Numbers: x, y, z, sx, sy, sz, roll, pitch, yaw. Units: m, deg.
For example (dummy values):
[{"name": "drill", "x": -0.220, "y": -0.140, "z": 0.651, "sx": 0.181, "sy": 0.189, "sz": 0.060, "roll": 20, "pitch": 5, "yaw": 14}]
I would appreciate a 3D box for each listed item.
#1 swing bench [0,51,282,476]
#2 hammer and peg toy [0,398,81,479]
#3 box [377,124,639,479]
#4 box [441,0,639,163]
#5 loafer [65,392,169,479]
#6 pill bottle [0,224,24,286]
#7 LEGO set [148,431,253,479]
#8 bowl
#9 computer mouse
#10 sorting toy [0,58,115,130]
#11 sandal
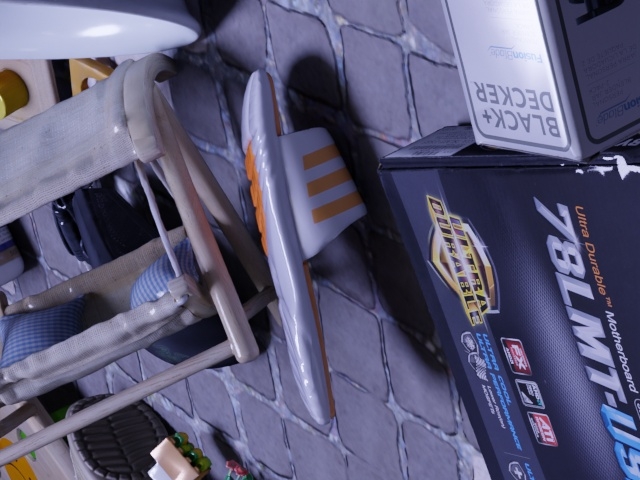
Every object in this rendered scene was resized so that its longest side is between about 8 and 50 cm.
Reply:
[{"name": "swing bench", "x": -0.195, "y": 0.016, "z": 1.542, "sx": 0.254, "sy": 0.253, "sz": 0.165, "roll": 63, "pitch": -167, "yaw": -2}, {"name": "hammer and peg toy", "x": -0.345, "y": 0.216, "z": 2.131, "sx": 0.361, "sy": 0.127, "sz": 0.266, "roll": 50, "pitch": 151, "yaw": 23}, {"name": "box", "x": 0.185, "y": 0.070, "z": 1.200, "sx": 0.293, "sy": 0.073, "sz": 0.295, "roll": 5, "pitch": 119, "yaw": 58}, {"name": "box", "x": 0.129, "y": -0.203, "z": 0.958, "sx": 0.087, "sy": 0.169, "sz": 0.290, "roll": 13, "pitch": 125, "yaw": 55}, {"name": "loafer", "x": -0.179, "y": 0.255, "z": 1.875, "sx": 0.268, "sy": 0.102, "sz": 0.092, "roll": -123, "pitch": 35, "yaw": -43}, {"name": "pill bottle", "x": -0.426, "y": -0.054, "z": 2.007, "sx": 0.153, "sy": 0.153, "sz": 0.264, "roll": -17, "pitch": 98, "yaw": 61}, {"name": "LEGO set", "x": -0.054, "y": 0.281, "z": 1.738, "sx": 0.107, "sy": 0.132, "sz": 0.287, "roll": -49, "pitch": 46, "yaw": 42}, {"name": "bowl", "x": -0.237, "y": -0.219, "z": 1.478, "sx": 0.298, "sy": 0.298, "sz": 0.134, "roll": -3, "pitch": 86, "yaw": 59}, {"name": "computer mouse", "x": -0.168, "y": 0.031, "z": 1.708, "sx": 0.272, "sy": 0.072, "sz": 0.188, "roll": 40, "pitch": 161, "yaw": 30}, {"name": "sorting toy", "x": -0.313, "y": -0.171, "z": 1.746, "sx": 0.348, "sy": 0.047, "sz": 0.196, "roll": 18, "pitch": 135, "yaw": 34}, {"name": "sandal", "x": -0.002, "y": 0.000, "z": 1.436, "sx": 0.102, "sy": 0.076, "sz": 0.265, "roll": -166, "pitch": 64, "yaw": -81}]
